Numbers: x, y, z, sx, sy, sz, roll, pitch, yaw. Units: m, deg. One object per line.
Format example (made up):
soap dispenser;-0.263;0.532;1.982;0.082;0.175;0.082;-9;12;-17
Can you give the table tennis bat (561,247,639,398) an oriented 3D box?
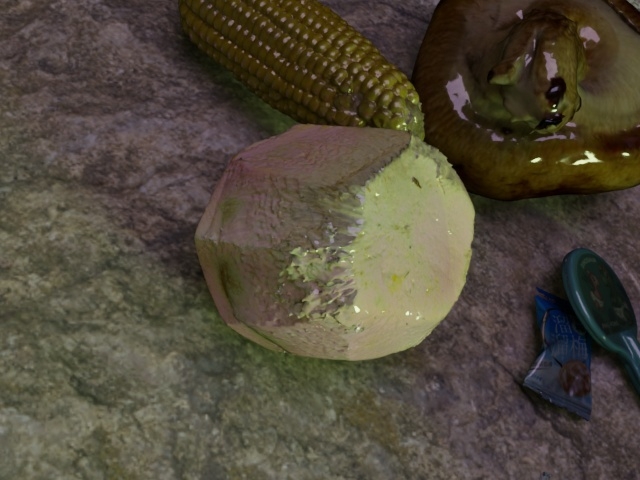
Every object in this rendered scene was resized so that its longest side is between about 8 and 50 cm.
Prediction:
table tennis bat;0.333;0.099;1.195;0.124;0.033;0.201;-16;75;-52

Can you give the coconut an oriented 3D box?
coconut;0.000;0.000;1.040;0.233;0.245;0.233;-3;95;-43

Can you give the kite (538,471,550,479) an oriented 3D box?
kite;0.201;0.299;1.082;0.137;0.005;0.152;25;59;-5

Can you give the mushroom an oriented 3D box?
mushroom;0.265;-0.189;1.200;0.346;0.259;0.345;5;61;-10

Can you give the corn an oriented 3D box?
corn;-0.029;-0.206;1.165;0.347;0.130;0.130;39;58;24

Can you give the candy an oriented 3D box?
candy;0.267;0.124;1.174;0.088;0.038;0.136;26;57;-16
